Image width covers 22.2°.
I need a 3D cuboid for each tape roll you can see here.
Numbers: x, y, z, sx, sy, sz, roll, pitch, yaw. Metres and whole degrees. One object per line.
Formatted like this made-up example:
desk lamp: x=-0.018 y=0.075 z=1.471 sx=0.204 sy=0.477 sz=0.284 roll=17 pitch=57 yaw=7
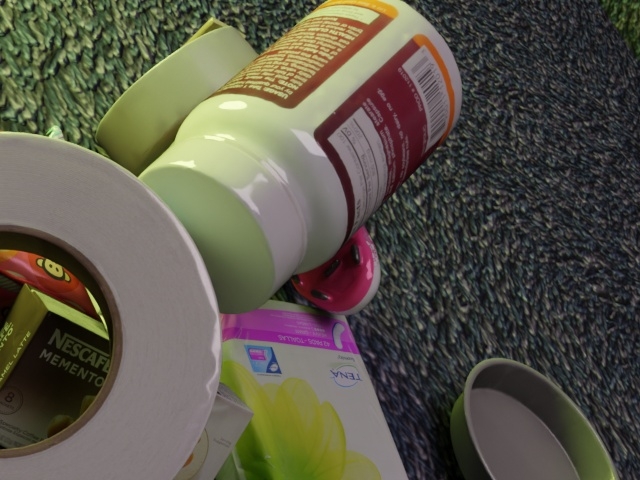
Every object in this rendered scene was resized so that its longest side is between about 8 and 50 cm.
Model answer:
tape roll: x=-0.164 y=-0.162 z=1.977 sx=0.072 sy=0.219 sz=0.219 roll=51 pitch=30 yaw=5
tape roll: x=-0.282 y=0.096 z=1.452 sx=0.392 sy=0.072 sz=0.392 roll=3 pitch=74 yaw=-10

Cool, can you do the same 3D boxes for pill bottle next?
pill bottle: x=-0.024 y=-0.100 z=1.830 sx=0.224 sy=0.224 sz=0.392 roll=48 pitch=48 yaw=-3

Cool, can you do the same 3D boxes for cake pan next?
cake pan: x=0.281 y=0.292 z=2.152 sx=0.293 sy=0.054 sz=0.293 roll=31 pitch=36 yaw=-25

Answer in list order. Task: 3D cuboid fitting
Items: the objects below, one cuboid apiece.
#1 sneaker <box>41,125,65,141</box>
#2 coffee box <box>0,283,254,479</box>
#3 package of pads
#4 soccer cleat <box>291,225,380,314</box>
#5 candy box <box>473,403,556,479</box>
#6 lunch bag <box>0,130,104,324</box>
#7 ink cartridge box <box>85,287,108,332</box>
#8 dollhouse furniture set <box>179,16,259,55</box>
sneaker: x=-0.268 y=-0.076 z=1.721 sx=0.069 sy=0.038 sz=0.098 roll=40 pitch=23 yaw=-25
coffee box: x=-0.211 y=0.163 z=1.605 sx=0.246 sy=0.141 sz=0.098 roll=31 pitch=1 yaw=-29
package of pads: x=-0.029 y=0.206 z=1.858 sx=0.229 sy=0.101 sz=0.296 roll=12 pitch=47 yaw=-44
soccer cleat: x=0.000 y=0.000 z=2.025 sx=0.143 sy=0.116 sz=0.331 roll=33 pitch=7 yaw=-42
candy box: x=0.271 y=0.322 z=2.187 sx=0.206 sy=0.027 sz=0.105 roll=51 pitch=34 yaw=4
lunch bag: x=-0.321 y=-0.004 z=1.711 sx=0.293 sy=0.120 sz=0.258 roll=34 pitch=30 yaw=-27
ink cartridge box: x=-0.180 y=0.037 z=1.621 sx=0.104 sy=0.060 sz=0.180 roll=26 pitch=20 yaw=-40
dollhouse furniture set: x=-0.117 y=-0.176 z=2.148 sx=0.144 sy=0.123 sz=0.151 roll=25 pitch=38 yaw=-35
